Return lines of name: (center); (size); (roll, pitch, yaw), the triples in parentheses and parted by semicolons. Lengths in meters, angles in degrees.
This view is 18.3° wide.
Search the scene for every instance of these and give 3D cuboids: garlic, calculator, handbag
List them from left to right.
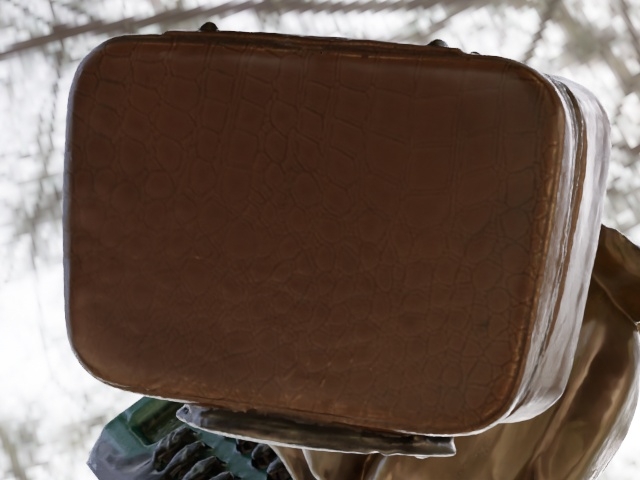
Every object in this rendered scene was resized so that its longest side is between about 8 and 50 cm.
calculator: (-0.037, 0.135, 1.463); (0.248, 0.274, 0.058); (-38, -62, -10)
handbag: (0.000, 0.000, 0.719); (0.193, 0.151, 0.072); (8, 3, 23)
garlic: (0.066, 0.071, 1.197); (0.292, 0.210, 0.237); (-35, -80, -11)
